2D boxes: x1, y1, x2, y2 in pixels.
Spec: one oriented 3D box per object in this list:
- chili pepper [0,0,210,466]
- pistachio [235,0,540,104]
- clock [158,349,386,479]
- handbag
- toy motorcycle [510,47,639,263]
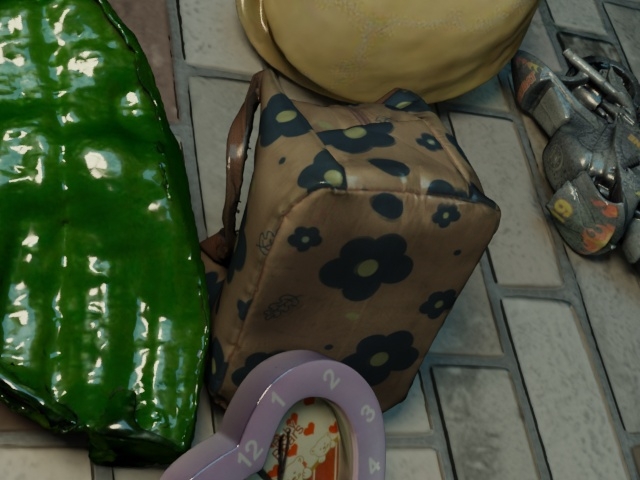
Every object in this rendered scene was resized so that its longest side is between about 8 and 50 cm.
[{"bbox_3d":[-0.204,-0.007,0.799,0.213,0.167,0.385,-11,74,-15],"label":"chili pepper"},{"bbox_3d":[0.076,-0.255,1.076,0.321,0.229,0.238,-6,97,-23],"label":"pistachio"},{"bbox_3d":[-0.031,0.184,0.775,0.198,0.064,0.172,-49,121,-16],"label":"clock"},{"bbox_3d":[0.000,0.000,0.842,0.190,0.251,0.193,7,38,-23],"label":"handbag"},{"bbox_3d":[0.307,-0.086,1.147,0.173,0.108,0.307,0,55,-20],"label":"toy motorcycle"}]
